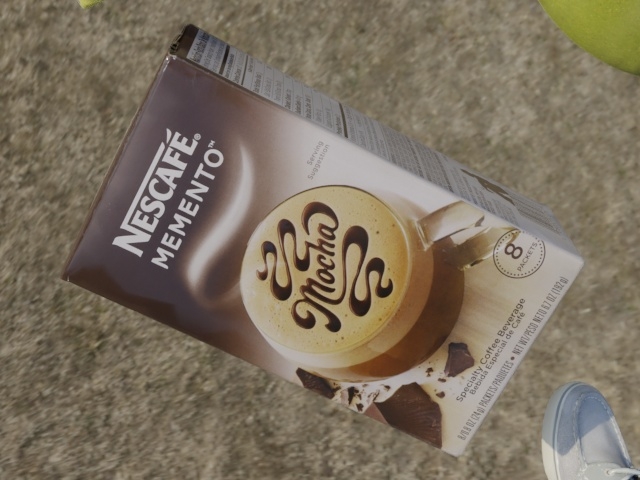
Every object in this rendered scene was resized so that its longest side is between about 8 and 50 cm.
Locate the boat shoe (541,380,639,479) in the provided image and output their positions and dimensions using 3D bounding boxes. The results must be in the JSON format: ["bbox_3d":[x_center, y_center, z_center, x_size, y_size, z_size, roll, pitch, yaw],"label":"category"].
[{"bbox_3d":[0.243,0.221,0.905,0.079,0.081,0.228,5,67,-27],"label":"boat shoe"}]

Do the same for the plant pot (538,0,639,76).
[{"bbox_3d":[0.342,-0.309,0.904,0.274,0.293,0.275,3,78,-13],"label":"plant pot"}]

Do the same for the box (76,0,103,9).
[{"bbox_3d":[-0.152,-0.258,0.680,0.058,0.087,0.232,-21,56,10],"label":"box"}]

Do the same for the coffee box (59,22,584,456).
[{"bbox_3d":[0.000,0.000,0.754,0.297,0.119,0.168,25,108,-11],"label":"coffee box"}]
